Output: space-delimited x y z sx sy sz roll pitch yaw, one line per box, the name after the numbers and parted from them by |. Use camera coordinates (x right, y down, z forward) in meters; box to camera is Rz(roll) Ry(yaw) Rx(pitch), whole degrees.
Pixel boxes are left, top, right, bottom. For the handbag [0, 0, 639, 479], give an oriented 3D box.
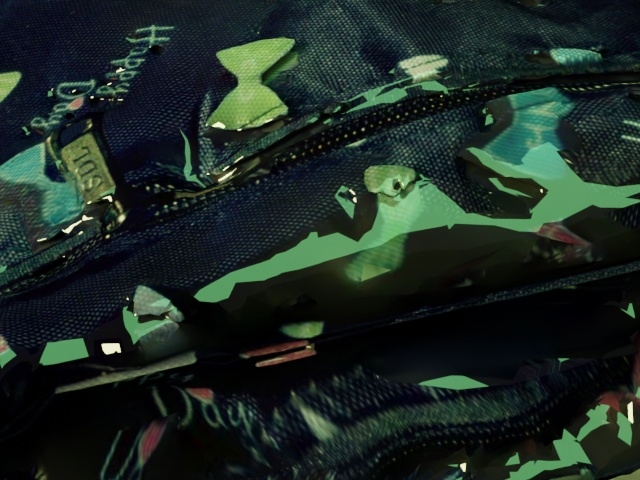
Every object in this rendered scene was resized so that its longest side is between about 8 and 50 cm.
0.000 0.000 0.379 0.260 0.113 0.162 -15 36 -7 | handbag
